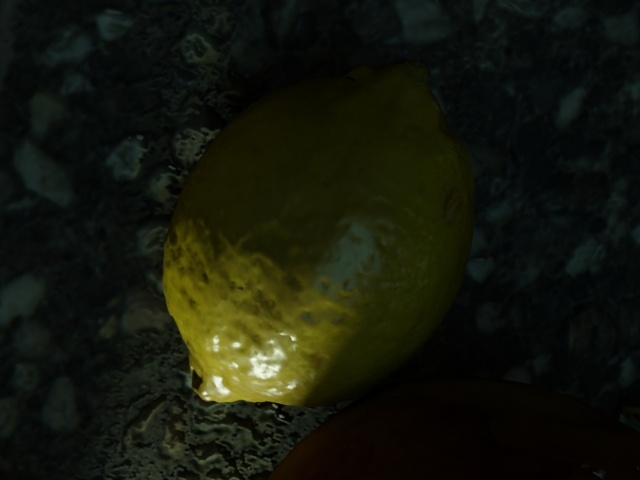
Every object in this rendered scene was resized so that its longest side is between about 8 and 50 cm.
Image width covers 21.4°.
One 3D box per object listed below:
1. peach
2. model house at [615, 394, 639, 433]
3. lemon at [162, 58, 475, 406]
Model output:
[{"bbox_3d":[0.080,0.241,1.093,0.372,0.290,0.372,1,143,1],"label":"peach"},{"bbox_3d":[0.298,0.266,1.241,0.178,0.206,0.271,10,105,-19],"label":"model house"},{"bbox_3d":[0.000,0.000,1.068,0.188,0.188,0.257,29,104,-24],"label":"lemon"}]
